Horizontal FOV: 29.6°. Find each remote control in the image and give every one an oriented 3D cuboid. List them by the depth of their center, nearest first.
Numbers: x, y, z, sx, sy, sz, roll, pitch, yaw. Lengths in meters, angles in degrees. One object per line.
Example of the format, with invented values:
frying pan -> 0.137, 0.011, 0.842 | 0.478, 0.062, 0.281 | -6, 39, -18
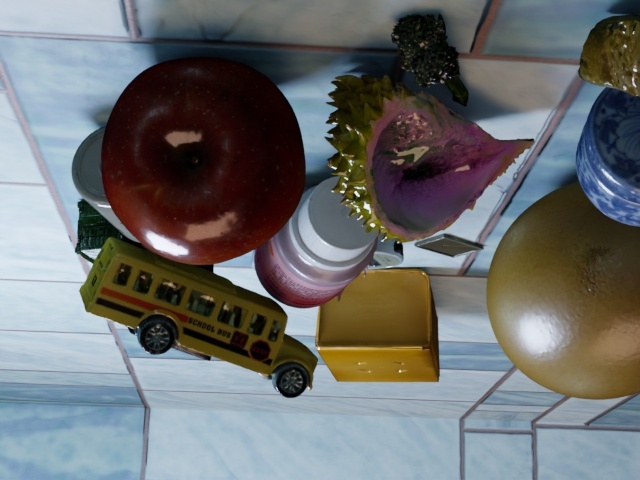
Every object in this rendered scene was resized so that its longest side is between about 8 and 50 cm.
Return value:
remote control -> 0.010, 0.021, 1.847 | 0.244, 0.047, 0.087 | -5, 158, 21

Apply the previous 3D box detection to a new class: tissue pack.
tissue pack -> 0.103, 0.152, 2.092 | 0.194, 0.145, 0.274 | -3, 161, 7

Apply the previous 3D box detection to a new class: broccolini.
broccolini -> 0.119, -0.164, 1.240 | 0.058, 0.074, 0.201 | -19, 161, 7

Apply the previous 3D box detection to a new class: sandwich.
sandwich -> 0.364, -0.154, 1.053 | 0.226, 0.087, 0.251 | -4, -168, -1

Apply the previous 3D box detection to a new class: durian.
durian -> 0.087, -0.082, 1.313 | 0.154, 0.186, 0.260 | -3, 154, 40

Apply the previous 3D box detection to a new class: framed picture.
framed picture -> 0.198, 0.009, 1.857 | 0.089, 0.006, 0.066 | 15, 157, -37

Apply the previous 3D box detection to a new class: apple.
apple -> -0.121, -0.083, 1.268 | 0.218, 0.218, 0.201 | 2, -173, -2

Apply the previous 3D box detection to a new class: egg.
egg -> 0.363, 0.061, 1.557 | 0.282, 0.282, 0.351 | 6, 164, -14

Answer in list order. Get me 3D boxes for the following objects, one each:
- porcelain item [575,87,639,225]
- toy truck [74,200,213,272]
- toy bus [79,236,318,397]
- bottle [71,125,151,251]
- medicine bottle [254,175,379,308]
porcelain item -> 0.351, -0.099, 1.285 | 0.147, 0.147, 0.114 | 1, 161, 3
toy truck -> -0.249, 0.017, 1.792 | 0.121, 0.088, 0.259 | -5, 160, 16
toy bus -> -0.157, 0.107, 1.659 | 0.335, 0.123, 0.121 | 22, -176, -20
bottle -> -0.222, -0.056, 1.526 | 0.110, 0.110, 0.233 | -2, 162, 12
medicine bottle -> 0.000, 0.000, 1.628 | 0.147, 0.147, 0.247 | 6, 161, -14
